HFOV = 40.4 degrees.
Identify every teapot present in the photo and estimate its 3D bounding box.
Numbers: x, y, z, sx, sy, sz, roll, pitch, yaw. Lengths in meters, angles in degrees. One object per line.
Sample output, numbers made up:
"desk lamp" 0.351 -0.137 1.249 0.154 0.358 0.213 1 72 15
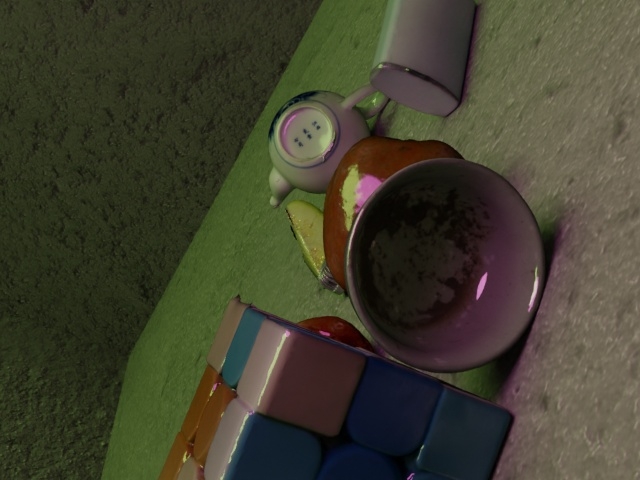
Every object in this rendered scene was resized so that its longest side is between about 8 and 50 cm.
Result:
"teapot" 0.008 -0.239 2.156 0.424 0.252 0.280 -44 -17 10

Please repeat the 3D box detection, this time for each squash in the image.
"squash" 0.000 0.000 2.037 0.093 0.169 0.252 -22 16 -6

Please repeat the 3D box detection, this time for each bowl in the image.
"bowl" 0.150 0.035 1.211 0.289 0.289 0.146 -69 16 -9

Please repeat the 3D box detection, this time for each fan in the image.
"fan" 0.067 0.001 1.907 0.130 0.074 0.244 125 169 -68

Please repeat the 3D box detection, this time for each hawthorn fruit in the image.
"hawthorn fruit" 0.018 0.221 1.587 0.200 0.179 0.179 -27 42 52
"hawthorn fruit" 0.124 -0.017 1.412 0.268 0.268 0.300 156 123 -67

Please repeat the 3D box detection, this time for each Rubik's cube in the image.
"Rubik's cube" -0.003 0.308 1.228 0.344 0.347 0.347 -69 16 -3

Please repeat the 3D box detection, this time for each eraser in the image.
"eraser" 0.214 -0.410 1.783 0.104 0.189 0.290 133 155 -57
